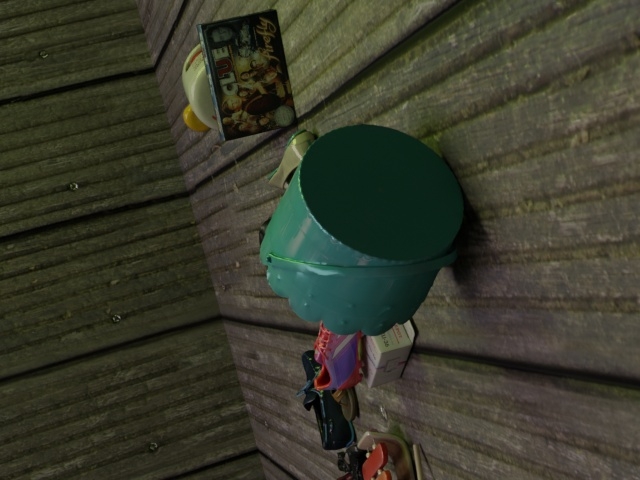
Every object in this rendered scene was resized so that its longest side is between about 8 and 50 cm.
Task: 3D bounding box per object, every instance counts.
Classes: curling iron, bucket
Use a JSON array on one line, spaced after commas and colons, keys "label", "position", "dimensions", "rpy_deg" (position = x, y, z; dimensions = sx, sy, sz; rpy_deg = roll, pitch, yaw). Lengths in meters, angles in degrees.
[{"label": "curling iron", "position": [0.053, 0.596, 2.454], "dimensions": [0.274, 0.035, 0.068], "rpy_deg": [104, 151, -59]}, {"label": "bucket", "position": [0.064, -0.018, 1.402], "dimensions": [0.183, 0.281, 0.281], "rpy_deg": [112, 140, -53]}]

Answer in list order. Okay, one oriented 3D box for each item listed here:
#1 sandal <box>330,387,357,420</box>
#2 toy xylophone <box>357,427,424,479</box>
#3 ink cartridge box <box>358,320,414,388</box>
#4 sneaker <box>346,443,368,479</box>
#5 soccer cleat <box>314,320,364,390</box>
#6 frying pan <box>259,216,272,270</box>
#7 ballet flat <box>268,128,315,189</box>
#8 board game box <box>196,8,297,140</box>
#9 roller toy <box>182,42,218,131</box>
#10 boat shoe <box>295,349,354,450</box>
[{"label": "sandal", "position": [0.045, 0.326, 2.194], "dimensions": [0.072, 0.049, 0.180], "rpy_deg": [-134, 33, -60]}, {"label": "toy xylophone", "position": [0.147, 0.516, 1.894], "dimensions": [0.236, 0.081, 0.322], "rpy_deg": [102, 161, -55]}, {"label": "ink cartridge box", "position": [0.111, 0.175, 1.788], "dimensions": [0.198, 0.067, 0.115], "rpy_deg": [100, 151, -57]}, {"label": "sneaker", "position": [0.095, 0.505, 2.200], "dimensions": [0.170, 0.051, 0.089], "rpy_deg": [111, 141, -72]}, {"label": "soccer cleat", "position": [0.027, 0.174, 1.776], "dimensions": [0.083, 0.095, 0.248], "rpy_deg": [-123, 23, -53]}, {"label": "frying pan", "position": [-0.097, 0.049, 2.437], "dimensions": [0.326, 0.053, 0.197], "rpy_deg": [-144, 40, -70]}, {"label": "ballet flat", "position": [-0.051, -0.147, 2.039], "dimensions": [0.248, 0.086, 0.086], "rpy_deg": [125, 128, -69]}, {"label": "board game box", "position": [-0.151, -0.343, 2.022], "dimensions": [0.042, 0.165, 0.243], "rpy_deg": [-146, 43, -67]}, {"label": "roller toy", "position": [-0.201, -0.339, 2.117], "dimensions": [0.146, 0.209, 0.191], "rpy_deg": [-118, 23, -57]}, {"label": "boat shoe", "position": [-0.001, 0.377, 2.328], "dimensions": [0.109, 0.089, 0.258], "rpy_deg": [95, 154, -52]}]
